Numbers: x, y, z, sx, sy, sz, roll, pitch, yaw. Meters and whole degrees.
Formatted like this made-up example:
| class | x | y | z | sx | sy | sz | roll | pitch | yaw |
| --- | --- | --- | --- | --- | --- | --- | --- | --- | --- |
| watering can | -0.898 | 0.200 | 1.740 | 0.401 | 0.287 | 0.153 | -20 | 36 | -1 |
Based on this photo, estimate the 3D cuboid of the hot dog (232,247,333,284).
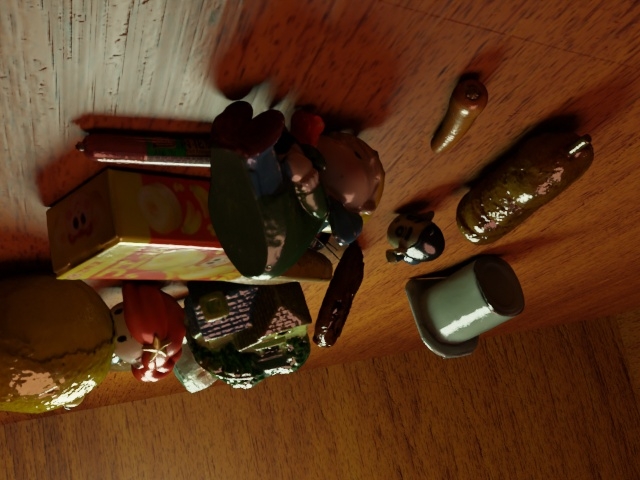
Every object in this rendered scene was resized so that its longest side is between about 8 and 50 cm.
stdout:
| class | x | y | z | sx | sy | sz | roll | pitch | yaw |
| --- | --- | --- | --- | --- | --- | --- | --- | --- | --- |
| hot dog | -0.092 | 0.031 | 1.275 | 0.083 | 0.068 | 0.289 | -6 | 170 | 42 |

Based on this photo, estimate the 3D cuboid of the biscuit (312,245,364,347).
| class | x | y | z | sx | sy | sz | roll | pitch | yaw |
| --- | --- | --- | --- | --- | --- | --- | --- | --- | --- |
| biscuit | 0.035 | 0.097 | 1.451 | 0.049 | 0.192 | 0.192 | 21 | 166 | 4 |

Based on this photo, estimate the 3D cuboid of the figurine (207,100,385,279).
| class | x | y | z | sx | sy | sz | roll | pitch | yaw |
| --- | --- | --- | --- | --- | --- | --- | --- | --- | --- |
| figurine | -0.012 | -0.076 | 0.870 | 0.127 | 0.185 | 0.234 | 12 | -147 | 43 |

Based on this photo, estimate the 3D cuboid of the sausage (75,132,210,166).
| class | x | y | z | sx | sy | sz | roll | pitch | yaw |
| --- | --- | --- | --- | --- | --- | --- | --- | --- | --- |
| sausage | -0.139 | -0.090 | 0.852 | 0.223 | 0.029 | 0.029 | -1 | 162 | -37 |

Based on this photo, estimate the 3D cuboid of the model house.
| class | x | y | z | sx | sy | sz | roll | pitch | yaw |
| --- | --- | --- | --- | --- | --- | --- | --- | --- | --- |
| model house | -0.128 | 0.131 | 1.423 | 0.214 | 0.195 | 0.189 | -12 | 158 | -10 |

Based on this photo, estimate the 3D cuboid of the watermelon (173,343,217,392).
| class | x | y | z | sx | sy | sz | roll | pitch | yaw |
| --- | --- | --- | --- | --- | --- | --- | --- | --- | --- |
| watermelon | -0.212 | 0.212 | 1.797 | 0.241 | 0.154 | 0.094 | -24 | 167 | -9 |

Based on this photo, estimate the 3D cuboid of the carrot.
| class | x | y | z | sx | sy | sz | roll | pitch | yaw |
| --- | --- | --- | --- | --- | --- | --- | --- | --- | --- |
| carrot | 0.150 | -0.128 | 0.933 | 0.037 | 0.037 | 0.190 | -11 | 167 | -5 |

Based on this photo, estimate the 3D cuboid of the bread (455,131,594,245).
| class | x | y | z | sx | sy | sz | roll | pitch | yaw |
| --- | --- | --- | --- | --- | --- | --- | --- | --- | --- |
| bread | 0.275 | -0.079 | 1.137 | 0.124 | 0.084 | 0.344 | -31 | 171 | -18 |

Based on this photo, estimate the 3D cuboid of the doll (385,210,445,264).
| class | x | y | z | sx | sy | sz | roll | pitch | yaw |
| --- | --- | --- | --- | --- | --- | --- | --- | --- | --- |
| doll | 0.143 | -0.002 | 1.329 | 0.102 | 0.089 | 0.179 | -51 | -173 | -15 |

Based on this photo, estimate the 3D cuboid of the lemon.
| class | x | y | z | sx | sy | sz | roll | pitch | yaw |
| --- | --- | --- | --- | --- | --- | --- | --- | --- | --- |
| lemon | -0.400 | 0.143 | 1.195 | 0.204 | 0.204 | 0.260 | -21 | 163 | 32 |

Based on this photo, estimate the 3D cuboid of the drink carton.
| class | x | y | z | sx | sy | sz | roll | pitch | yaw |
| --- | --- | --- | --- | --- | --- | --- | --- | --- | --- |
| drink carton | 0.330 | 0.136 | 1.832 | 0.185 | 0.191 | 0.190 | 4 | 152 | -42 |

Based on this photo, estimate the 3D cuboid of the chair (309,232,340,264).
| class | x | y | z | sx | sy | sz | roll | pitch | yaw |
| --- | --- | --- | --- | --- | --- | --- | --- | --- | --- |
| chair | 0.000 | -0.002 | 1.311 | 0.086 | 0.042 | 0.037 | 35 | 142 | -21 |

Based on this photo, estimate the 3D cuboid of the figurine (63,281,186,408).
| class | x | y | z | sx | sy | sz | roll | pitch | yaw |
| --- | --- | --- | --- | --- | --- | --- | --- | --- | --- |
| figurine | -0.331 | 0.164 | 1.428 | 0.257 | 0.181 | 0.208 | -19 | 125 | 19 |

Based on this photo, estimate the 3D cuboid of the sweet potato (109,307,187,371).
| class | x | y | z | sx | sy | sz | roll | pitch | yaw |
| --- | --- | --- | --- | --- | --- | --- | --- | --- | --- |
| sweet potato | -0.322 | 0.183 | 1.609 | 0.385 | 0.109 | 0.109 | -18 | 165 | 23 |

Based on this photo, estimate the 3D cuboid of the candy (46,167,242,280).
| class | x | y | z | sx | sy | sz | roll | pitch | yaw |
| --- | --- | --- | --- | --- | --- | --- | --- | --- | --- |
| candy | -0.170 | -0.011 | 1.015 | 0.276 | 0.088 | 0.146 | 2 | 161 | -45 |
